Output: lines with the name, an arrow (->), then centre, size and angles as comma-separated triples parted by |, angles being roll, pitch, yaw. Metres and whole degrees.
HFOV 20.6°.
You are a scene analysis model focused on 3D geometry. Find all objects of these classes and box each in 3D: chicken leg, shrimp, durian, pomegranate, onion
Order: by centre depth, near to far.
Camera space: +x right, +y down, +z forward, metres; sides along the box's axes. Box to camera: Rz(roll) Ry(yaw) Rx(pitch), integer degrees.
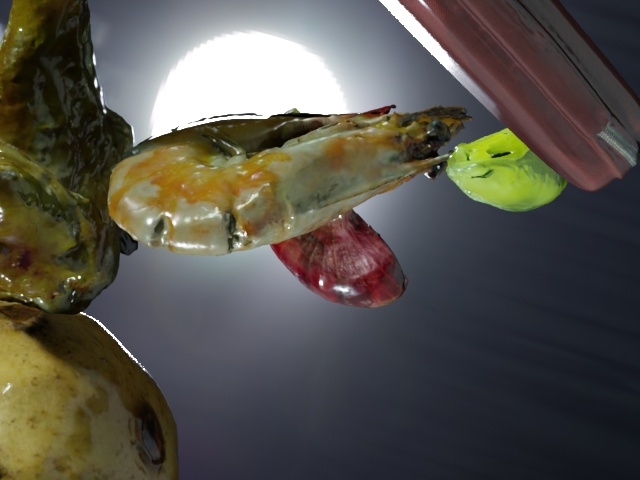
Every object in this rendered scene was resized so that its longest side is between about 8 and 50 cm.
chicken leg -> -0.215, -0.092, 1.288 | 0.211, 0.140, 0.361 | -66, -18, -50
shrimp -> -0.018, -0.060, 1.303 | 0.154, 0.294, 0.062 | 52, 147, 45
pomegranate -> -0.247, 0.188, 1.452 | 0.281, 0.281, 0.281 | -163, 90, -88
onion -> 0.000, 0.000, 1.995 | 0.098, 0.206, 0.151 | -41, -21, -6
durian -> 0.224, -0.081, 2.089 | 0.250, 0.139, 0.101 | -6, -101, -83

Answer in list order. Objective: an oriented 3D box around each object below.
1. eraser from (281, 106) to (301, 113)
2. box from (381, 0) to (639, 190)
eraser -> -0.049, -0.092, 1.700 | 0.083, 0.019, 0.038 | -53, 17, -28
box -> 0.150, -0.206, 1.624 | 0.108, 0.404, 0.263 | -46, 37, 4
